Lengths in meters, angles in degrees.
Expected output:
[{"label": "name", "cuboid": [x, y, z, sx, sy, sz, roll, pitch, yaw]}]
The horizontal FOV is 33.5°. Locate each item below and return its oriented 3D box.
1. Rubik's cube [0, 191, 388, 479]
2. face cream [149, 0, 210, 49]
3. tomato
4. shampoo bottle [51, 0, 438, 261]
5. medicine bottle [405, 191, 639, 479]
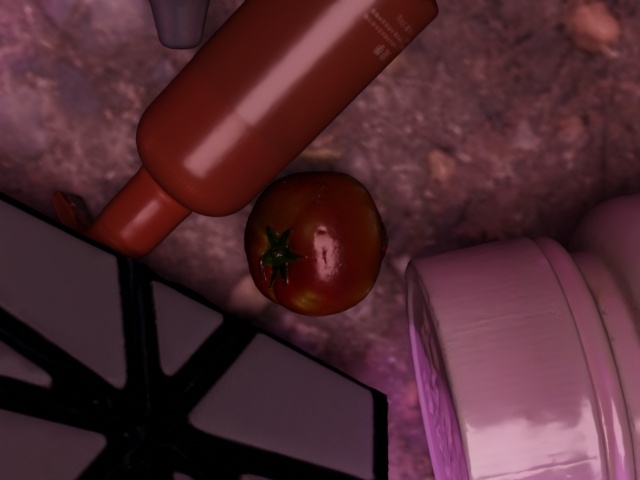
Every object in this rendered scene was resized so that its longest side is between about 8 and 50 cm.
[{"label": "Rubik's cube", "cuboid": [-0.152, 0.187, 0.528, 0.294, 0.288, 0.283, 28, 116, -8]}, {"label": "face cream", "cuboid": [-0.074, -0.253, 0.531, 0.092, 0.092, 0.311, 0, 105, -4]}, {"label": "tomato", "cuboid": [0.000, 0.000, 0.616, 0.075, 0.087, 0.087, -11, 110, -38]}, {"label": "shampoo bottle", "cuboid": [-0.047, -0.072, 0.591, 0.244, 0.085, 0.085, -42, 104, 10]}, {"label": "medicine bottle", "cuboid": [0.249, 0.067, 0.580, 0.379, 0.213, 0.213, -11, 106, -1]}]
